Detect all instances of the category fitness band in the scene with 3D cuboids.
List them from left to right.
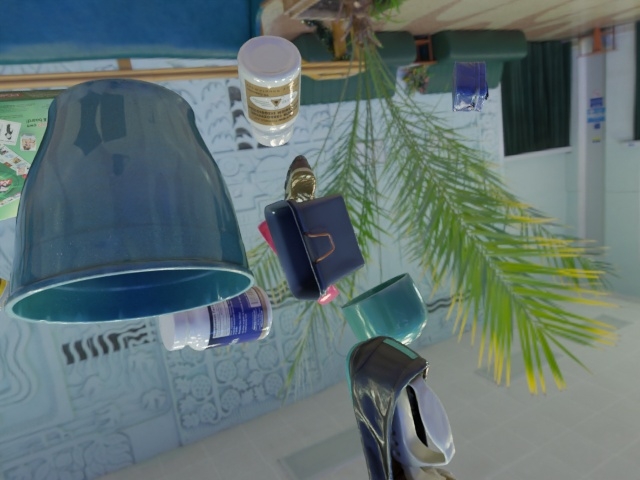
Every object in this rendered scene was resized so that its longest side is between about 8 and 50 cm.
[{"bbox_3d":[-0.038,0.039,0.948,0.054,0.209,0.291,-40,172,0],"label":"fitness band"}]

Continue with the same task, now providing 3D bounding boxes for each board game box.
[{"bbox_3d":[-0.491,-0.167,0.846,0.046,0.213,0.317,27,-152,15],"label":"board game box"}]

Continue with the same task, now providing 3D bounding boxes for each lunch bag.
[{"bbox_3d":[0.292,-0.296,0.889,0.065,0.098,0.067,1,157,9],"label":"lunch bag"}]

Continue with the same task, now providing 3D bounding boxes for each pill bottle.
[{"bbox_3d":[-0.276,0.206,1.215,0.265,0.153,0.153,-3,-173,-35],"label":"pill bottle"},{"bbox_3d":[-0.111,-0.321,1.023,0.131,0.131,0.229,-9,154,-9],"label":"pill bottle"}]

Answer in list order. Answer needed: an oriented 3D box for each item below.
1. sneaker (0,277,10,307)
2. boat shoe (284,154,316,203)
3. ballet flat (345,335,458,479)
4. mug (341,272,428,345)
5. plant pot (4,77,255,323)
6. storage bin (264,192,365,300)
[{"bbox_3d":[-0.652,0.143,0.834,0.070,0.185,0.084,-3,151,39],"label":"sneaker"},{"bbox_3d":[-0.034,-0.089,0.783,0.056,0.049,0.152,1,156,-11],"label":"boat shoe"},{"bbox_3d":[0.091,0.235,0.476,0.096,0.280,0.095,1,-160,42],"label":"ballet flat"},{"bbox_3d":[0.118,0.124,0.776,0.130,0.097,0.158,-30,175,23],"label":"mug"},{"bbox_3d":[-0.240,-0.047,0.582,0.272,0.255,0.271,-11,165,-3],"label":"plant pot"},{"bbox_3d":[0.000,0.000,0.608,0.091,0.135,0.098,-23,-174,-30],"label":"storage bin"}]
